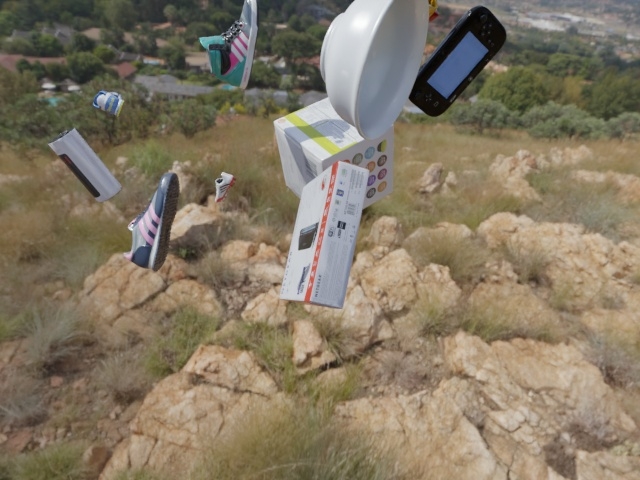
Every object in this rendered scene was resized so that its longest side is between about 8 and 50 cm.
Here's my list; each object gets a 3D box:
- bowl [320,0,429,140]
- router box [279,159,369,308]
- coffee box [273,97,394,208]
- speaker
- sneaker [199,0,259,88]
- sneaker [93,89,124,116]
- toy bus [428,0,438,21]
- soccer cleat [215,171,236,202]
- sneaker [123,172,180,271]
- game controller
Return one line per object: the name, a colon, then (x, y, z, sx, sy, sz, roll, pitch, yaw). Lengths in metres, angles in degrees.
bowl: (0.092, -0.362, 0.902, 0.134, 0.297, 0.298, 26, 38, 20)
router box: (0.000, 0.000, 1.159, 0.082, 0.334, 0.301, 14, -11, -16)
coffee box: (0.063, -0.331, 1.828, 0.335, 0.337, 0.338, -30, 50, -19)
speaker: (-0.436, -0.139, 0.846, 0.055, 0.136, 0.055, -20, 34, 14)
sneaker: (-0.313, -0.677, 1.528, 0.179, 0.295, 0.124, 5, 21, -22)
sneaker: (-0.526, -0.345, 1.120, 0.059, 0.053, 0.144, 15, 9, -35)
toy bus: (0.234, -0.623, 1.278, 0.191, 0.202, 0.104, -10, 69, 17)
soccer cleat: (-0.213, -0.114, 0.978, 0.036, 0.083, 0.029, 28, 43, -19)
sneaker: (-0.534, -0.068, 1.422, 0.131, 0.318, 0.112, 16, 4, 4)
game controller: (0.402, -0.523, 1.353, 0.167, 0.319, 0.067, 29, 26, -27)
